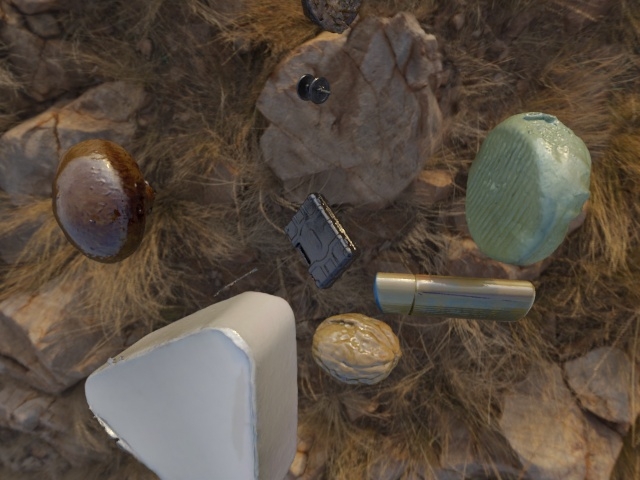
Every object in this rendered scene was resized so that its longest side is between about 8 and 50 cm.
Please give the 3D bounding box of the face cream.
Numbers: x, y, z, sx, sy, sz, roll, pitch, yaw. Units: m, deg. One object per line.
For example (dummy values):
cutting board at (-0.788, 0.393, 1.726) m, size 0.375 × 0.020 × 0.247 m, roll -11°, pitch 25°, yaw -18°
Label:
face cream at (0.243, 0.111, 0.828) m, size 0.285 × 0.067 × 0.139 m, roll 3°, pitch 150°, yaw 4°

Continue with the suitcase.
suitcase at (0.000, 0.000, 1.453) m, size 0.206 × 0.066 × 0.285 m, roll -50°, pitch 58°, yaw 31°

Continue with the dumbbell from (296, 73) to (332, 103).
dumbbell at (-0.019, -0.398, 1.126) m, size 0.147 × 0.069 × 0.069 m, roll 32°, pitch 124°, yaw 44°

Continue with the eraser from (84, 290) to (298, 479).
eraser at (-0.153, 0.263, 0.648) m, size 0.332 × 0.150 × 0.331 m, roll 5°, pitch 106°, yaw 20°

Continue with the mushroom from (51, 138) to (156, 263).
mushroom at (-0.582, -0.094, 1.227) m, size 0.334 × 0.356 × 0.330 m, roll -1°, pitch 76°, yaw 34°

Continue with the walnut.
walnut at (0.091, 0.288, 1.151) m, size 0.245 × 0.198 × 0.198 m, roll 12°, pitch 115°, yaw 27°

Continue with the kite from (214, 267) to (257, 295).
kite at (-0.183, 0.088, 0.935) m, size 0.157 × 0.139 × 0.011 m, roll -29°, pitch 96°, yaw 44°

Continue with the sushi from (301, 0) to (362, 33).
sushi at (0.015, -0.730, 1.106) m, size 0.235 × 0.207 × 0.348 m, roll 1°, pitch 120°, yaw 2°

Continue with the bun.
bun at (0.301, -0.071, 0.628) m, size 0.109 × 0.221 × 0.221 m, roll -2°, pitch 113°, yaw -11°
